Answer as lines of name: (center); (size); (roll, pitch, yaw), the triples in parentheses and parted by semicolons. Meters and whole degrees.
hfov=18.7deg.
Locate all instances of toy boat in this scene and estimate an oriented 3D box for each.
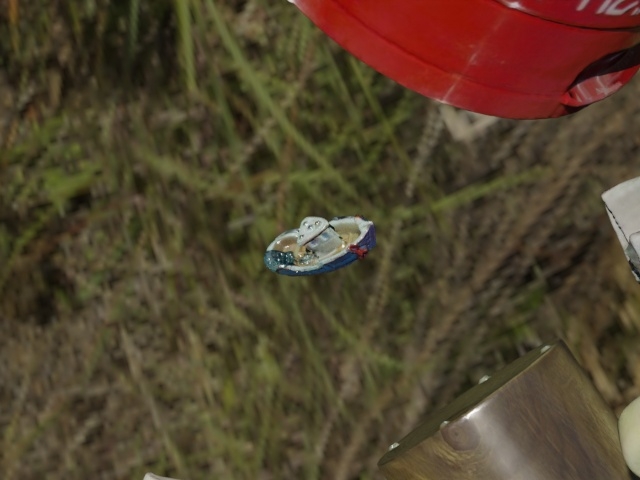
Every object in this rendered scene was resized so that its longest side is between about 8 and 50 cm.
toy boat: (0.000, 0.000, 1.202); (0.083, 0.038, 0.038); (-15, 142, 33)

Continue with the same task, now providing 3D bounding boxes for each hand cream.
hand cream: (0.073, -0.155, 0.771); (0.193, 0.193, 0.125); (8, 138, -26)

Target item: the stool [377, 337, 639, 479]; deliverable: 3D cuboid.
stool: (0.189, 0.230, 1.519); (0.179, 0.179, 0.264); (-36, 89, 14)

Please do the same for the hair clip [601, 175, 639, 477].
hair clip: (0.220, 0.059, 0.998); (0.159, 0.071, 0.218); (-16, 125, 18)

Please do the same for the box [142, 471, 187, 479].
box: (-0.029, 0.285, 0.665); (0.143, 0.225, 0.341); (10, 120, -10)
